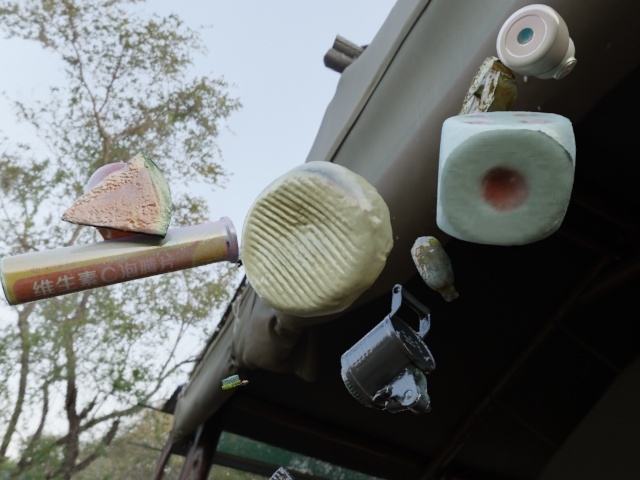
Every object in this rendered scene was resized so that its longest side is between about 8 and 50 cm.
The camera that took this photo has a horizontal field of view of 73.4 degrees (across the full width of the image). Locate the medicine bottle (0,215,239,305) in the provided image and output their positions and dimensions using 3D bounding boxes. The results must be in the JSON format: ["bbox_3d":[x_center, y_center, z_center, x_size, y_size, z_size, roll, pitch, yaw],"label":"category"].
[{"bbox_3d":[-0.386,0.039,0.874,0.425,0.108,0.108,-13,-31,-27],"label":"medicine bottle"}]

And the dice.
[{"bbox_3d":[0.416,-0.155,1.008,0.267,0.262,0.265,2,-67,16],"label":"dice"}]

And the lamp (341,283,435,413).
[{"bbox_3d":[0.195,0.362,1.303,0.272,0.374,0.205,-34,-59,30],"label":"lamp"}]

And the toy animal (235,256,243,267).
[{"bbox_3d":[-0.318,0.085,1.751,0.135,0.047,0.065,11,-17,-32],"label":"toy animal"}]

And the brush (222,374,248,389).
[{"bbox_3d":[-0.152,0.254,0.776,0.018,0.021,0.083,-17,-17,10],"label":"brush"}]

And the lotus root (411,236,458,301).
[{"bbox_3d":[0.315,0.076,1.172,0.088,0.192,0.113,-24,-12,2],"label":"lotus root"}]

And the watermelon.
[{"bbox_3d":[-0.396,-0.053,0.875,0.207,0.202,0.136,50,-21,23],"label":"watermelon"}]

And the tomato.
[{"bbox_3d":[-0.504,-0.094,1.130,0.188,0.232,0.232,-12,-38,-12],"label":"tomato"}]

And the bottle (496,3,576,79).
[{"bbox_3d":[0.565,-0.485,1.094,0.236,0.148,0.147,-2,-23,-45],"label":"bottle"}]

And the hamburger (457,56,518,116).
[{"bbox_3d":[0.486,-0.390,1.243,0.130,0.124,0.262,-7,-44,-19],"label":"hamburger"}]

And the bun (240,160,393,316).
[{"bbox_3d":[0.000,0.000,0.584,0.222,0.223,0.127,-14,-9,28],"label":"bun"}]

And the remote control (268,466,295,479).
[{"bbox_3d":[-0.170,0.732,1.164,0.063,0.245,0.025,37,-17,31],"label":"remote control"}]
